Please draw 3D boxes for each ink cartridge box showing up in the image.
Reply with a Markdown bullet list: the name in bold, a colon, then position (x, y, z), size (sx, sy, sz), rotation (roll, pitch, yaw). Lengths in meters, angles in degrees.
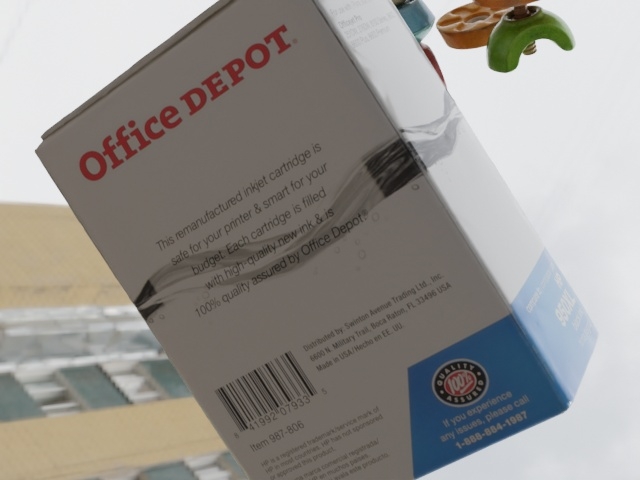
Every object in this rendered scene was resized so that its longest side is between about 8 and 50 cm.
- **ink cartridge box**: position (0.000, 0.000, 1.023), size (0.285, 0.166, 0.395), rotation (-30, -85, 27)

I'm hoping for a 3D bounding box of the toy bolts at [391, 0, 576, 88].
- **toy bolts**: position (0.144, -0.277, 1.408), size (0.218, 0.229, 0.158), rotation (-123, -167, -63)
